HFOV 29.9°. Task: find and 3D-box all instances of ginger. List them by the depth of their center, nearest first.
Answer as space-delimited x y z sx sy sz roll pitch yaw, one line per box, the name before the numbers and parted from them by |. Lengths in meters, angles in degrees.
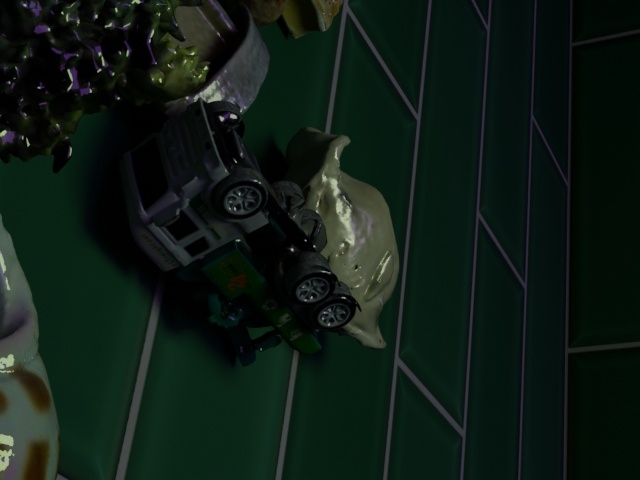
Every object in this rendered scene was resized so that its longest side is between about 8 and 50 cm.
ginger | -0.103 -0.384 1.592 0.080 0.104 0.204 -21 92 -40

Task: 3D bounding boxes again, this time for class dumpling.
dumpling | 0.000 0.000 1.676 0.243 0.187 0.318 -135 -149 -62

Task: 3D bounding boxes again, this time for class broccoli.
broccoli | -0.290 -0.195 1.029 0.293 0.348 0.281 -34 157 -22

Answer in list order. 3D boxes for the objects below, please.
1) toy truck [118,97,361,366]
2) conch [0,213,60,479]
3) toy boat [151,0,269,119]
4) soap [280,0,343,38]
toy truck | -0.090 0.009 1.399 0.363 0.178 0.176 57 8 -45
conch | -0.319 0.153 0.873 0.249 0.197 0.368 31 45 -14
toy boat | -0.172 -0.249 1.424 0.293 0.111 0.276 43 40 -38
soap | -0.048 -0.453 1.744 0.173 0.089 0.274 -75 146 -42
